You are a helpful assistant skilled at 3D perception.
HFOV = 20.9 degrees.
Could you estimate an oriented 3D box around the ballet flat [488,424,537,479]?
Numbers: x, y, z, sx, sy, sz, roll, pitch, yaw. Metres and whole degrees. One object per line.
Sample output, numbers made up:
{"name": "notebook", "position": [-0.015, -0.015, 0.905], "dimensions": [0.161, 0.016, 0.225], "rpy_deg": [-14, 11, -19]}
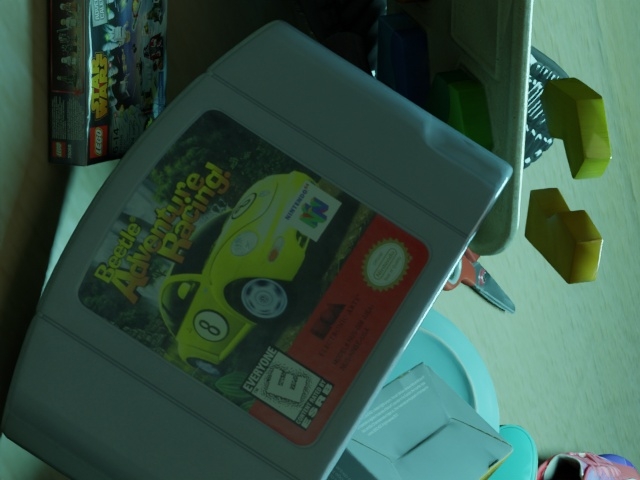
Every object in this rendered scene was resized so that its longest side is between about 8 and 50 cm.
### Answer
{"name": "ballet flat", "position": [0.147, 0.295, 1.681], "dimensions": [0.087, 0.083, 0.247], "rpy_deg": [105, 5, -59]}

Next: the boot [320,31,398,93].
{"name": "boot", "position": [0.000, 0.000, 1.180], "dimensions": [0.207, 0.090, 0.248], "rpy_deg": [-109, -141, -61]}

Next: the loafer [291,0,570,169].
{"name": "loafer", "position": [0.066, -0.165, 1.347], "dimensions": [0.134, 0.130, 0.366], "rpy_deg": [-48, 142, 1]}

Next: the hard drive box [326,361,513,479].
{"name": "hard drive box", "position": [-0.001, 0.206, 1.135], "dimensions": [0.232, 0.089, 0.181], "rpy_deg": [-51, 167, 23]}

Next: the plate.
{"name": "plate", "position": [0.060, 0.126, 1.324], "dimensions": [0.024, 0.188, 0.188], "rpy_deg": [-40, -154, 57]}

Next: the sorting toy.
{"name": "sorting toy", "position": [0.095, -0.111, 1.088], "dimensions": [0.307, 0.041, 0.229], "rpy_deg": [-126, -145, -55]}

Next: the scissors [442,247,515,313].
{"name": "scissors", "position": [0.143, 0.038, 1.670], "dimensions": [0.297, 0.021, 0.109], "rpy_deg": [62, 38, -54]}

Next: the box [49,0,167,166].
{"name": "box", "position": [-0.121, -0.116, 1.003], "dimensions": [0.094, 0.027, 0.137], "rpy_deg": [-22, 115, -63]}

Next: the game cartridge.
{"name": "game cartridge", "position": [-0.042, 0.024, 0.986], "dimensions": [0.294, 0.196, 0.060], "rpy_deg": [-58, 175, -19]}

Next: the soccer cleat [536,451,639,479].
{"name": "soccer cleat", "position": [0.301, 0.287, 1.988], "dimensions": [0.318, 0.108, 0.116], "rpy_deg": [-24, 113, -61]}
